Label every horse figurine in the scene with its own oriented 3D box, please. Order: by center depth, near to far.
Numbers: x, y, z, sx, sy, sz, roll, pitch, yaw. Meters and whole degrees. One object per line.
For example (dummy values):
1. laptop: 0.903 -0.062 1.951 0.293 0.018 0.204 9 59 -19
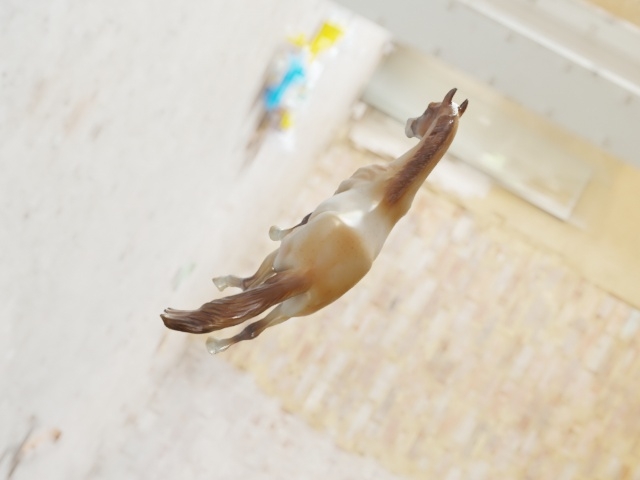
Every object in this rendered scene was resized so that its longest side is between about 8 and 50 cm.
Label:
1. horse figurine: 0.000 0.000 1.218 0.174 0.066 0.263 -26 -168 46
